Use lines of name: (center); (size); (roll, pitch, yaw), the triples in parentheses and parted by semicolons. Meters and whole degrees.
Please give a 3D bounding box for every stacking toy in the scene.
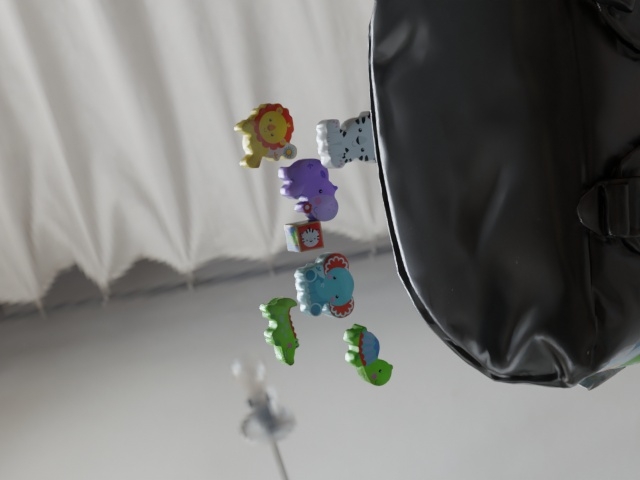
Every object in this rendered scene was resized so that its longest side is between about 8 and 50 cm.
stacking toy: (0.000, 0.000, 1.168); (0.052, 0.221, 0.167); (-11, -171, -26)

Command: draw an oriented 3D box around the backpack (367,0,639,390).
backpack: (0.182, -0.061, 0.888); (0.356, 0.290, 0.273); (-3, 176, -39)
